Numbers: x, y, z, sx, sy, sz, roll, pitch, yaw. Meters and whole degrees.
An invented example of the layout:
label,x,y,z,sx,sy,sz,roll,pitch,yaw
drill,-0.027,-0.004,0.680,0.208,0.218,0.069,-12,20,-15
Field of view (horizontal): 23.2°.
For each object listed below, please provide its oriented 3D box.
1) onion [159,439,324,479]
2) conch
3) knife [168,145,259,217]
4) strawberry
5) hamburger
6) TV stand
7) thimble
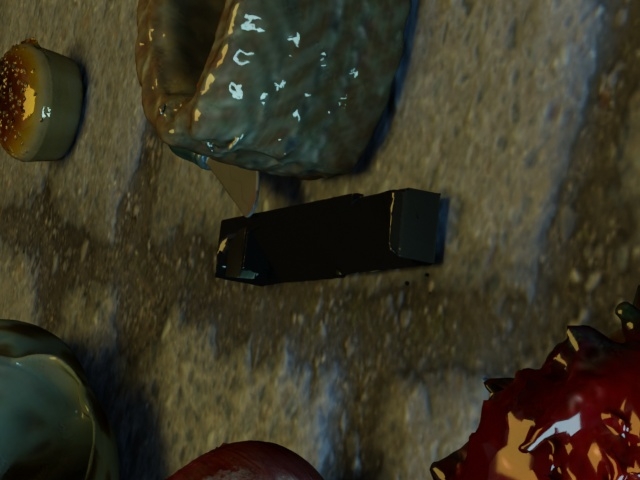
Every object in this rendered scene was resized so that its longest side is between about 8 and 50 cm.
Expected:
label,x,y,z,sx,sy,sz,roll,pitch,yaw
onion,-0.035,0.224,0.993,0.195,0.159,0.159,43,122,24
conch,-0.281,0.184,1.393,0.249,0.197,0.368,-21,49,15
knife,-0.079,-0.072,1.252,0.058,0.032,0.244,-60,24,4
strawberry,0.165,0.108,0.637,0.184,0.187,0.201,-47,65,10
hamburger,-0.310,-0.151,1.677,0.126,0.081,0.141,-51,40,41
TV stand,0.000,0.000,1.099,0.256,0.040,0.049,-8,73,60
thimble,-0.041,-0.164,1.125,0.196,0.148,0.229,-1,77,62
